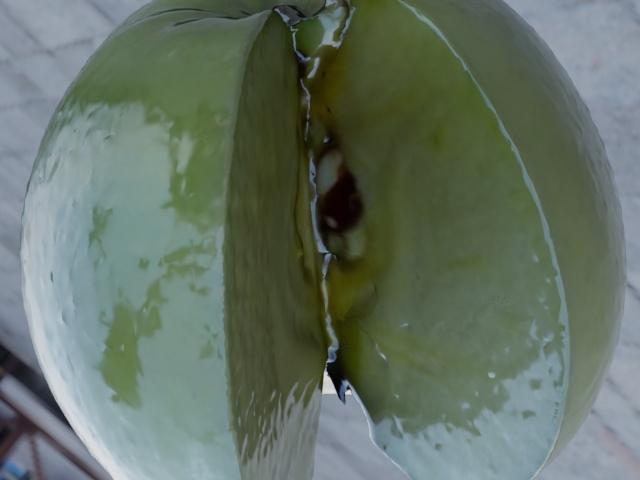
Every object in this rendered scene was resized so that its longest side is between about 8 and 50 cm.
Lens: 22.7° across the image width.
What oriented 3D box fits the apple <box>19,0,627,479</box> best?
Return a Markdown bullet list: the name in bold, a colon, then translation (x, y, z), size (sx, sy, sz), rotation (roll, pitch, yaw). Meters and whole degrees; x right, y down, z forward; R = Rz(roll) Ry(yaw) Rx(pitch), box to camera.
- **apple**: translation (0.000, 0.000, 0.761), size (0.292, 0.292, 0.254), rotation (19, 124, 44)
